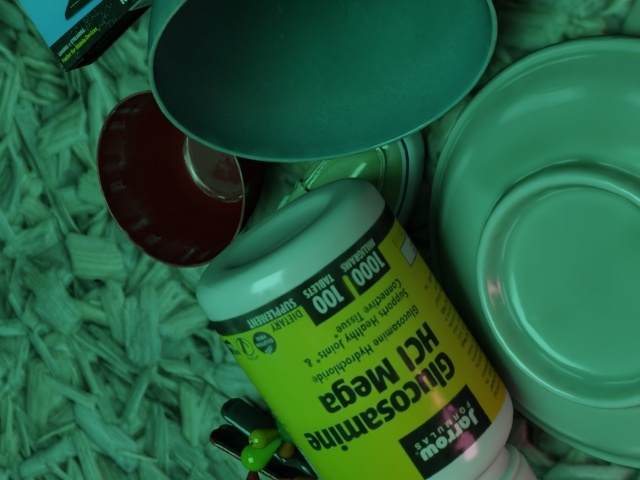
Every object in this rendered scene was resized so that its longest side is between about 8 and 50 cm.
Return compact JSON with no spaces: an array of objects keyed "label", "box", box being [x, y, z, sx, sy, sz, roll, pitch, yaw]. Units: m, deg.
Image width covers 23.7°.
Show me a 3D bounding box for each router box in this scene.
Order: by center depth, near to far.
[{"label":"router box","box":[-0.233,-0.275,1.551,0.179,0.046,0.133,-36,85,37]}]

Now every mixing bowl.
[{"label":"mixing bowl","box":[-0.124,-0.072,1.525,0.181,0.098,0.181,12,114,29]}]

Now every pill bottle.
[{"label":"pill bottle","box":[0.052,0.126,1.360,0.188,0.188,0.334,-24,106,38]}]

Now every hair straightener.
[{"label":"hair straightener","box":[-0.010,0.232,1.600,0.230,0.047,0.089,32,123,19]}]

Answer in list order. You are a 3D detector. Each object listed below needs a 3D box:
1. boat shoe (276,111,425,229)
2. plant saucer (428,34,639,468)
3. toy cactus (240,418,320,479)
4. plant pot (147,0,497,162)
[{"label":"boat shoe","box":[0.000,0.000,1.473,0.109,0.094,0.302,41,126,14]},{"label":"plant saucer","box":[0.248,0.029,1.306,0.400,0.100,0.400,14,116,31]},{"label":"toy cactus","box":[0.015,0.182,1.526,0.219,0.112,0.180,-8,86,26]},{"label":"plant pot","box":[-0.010,-0.230,1.307,0.290,0.290,0.195,-37,50,38]}]
